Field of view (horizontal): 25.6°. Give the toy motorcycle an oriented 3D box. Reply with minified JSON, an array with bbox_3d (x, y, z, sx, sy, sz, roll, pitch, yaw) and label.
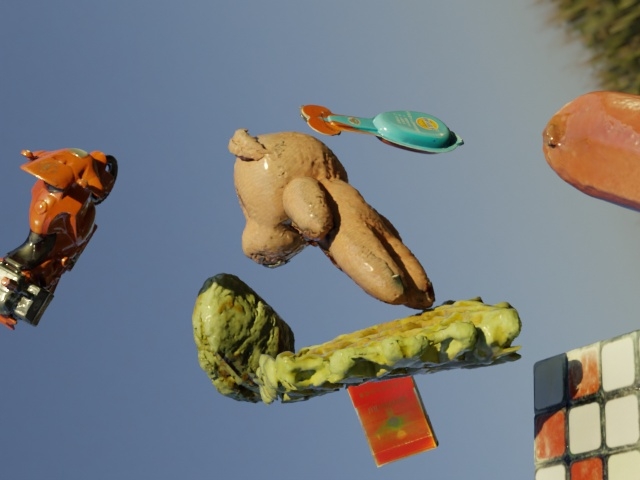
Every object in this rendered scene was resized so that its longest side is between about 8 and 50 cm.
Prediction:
[{"bbox_3d":[-0.434,-0.017,2.227,0.148,0.325,0.221,27,171,21],"label":"toy motorcycle"}]

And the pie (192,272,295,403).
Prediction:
[{"bbox_3d":[-0.132,0.179,2.492,0.248,0.090,0.201,44,-125,-36],"label":"pie"}]

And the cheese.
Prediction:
[{"bbox_3d":[0.093,-0.165,2.075,0.106,0.256,0.037,-112,33,-53],"label":"cheese"}]

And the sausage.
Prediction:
[{"bbox_3d":[0.400,-0.104,1.715,0.254,0.148,0.148,29,176,32],"label":"sausage"}]

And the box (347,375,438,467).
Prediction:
[{"bbox_3d":[0.117,0.280,2.359,0.048,0.112,0.175,-67,-42,-80],"label":"box"}]

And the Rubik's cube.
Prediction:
[{"bbox_3d":[0.402,0.244,1.525,0.259,0.256,0.253,11,-111,-28],"label":"Rubik's cube"}]

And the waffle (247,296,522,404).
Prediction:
[{"bbox_3d":[0.070,0.123,1.519,0.317,0.297,0.073,157,99,-82],"label":"waffle"}]

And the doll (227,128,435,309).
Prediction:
[{"bbox_3d":[0.000,0.000,1.638,0.201,0.156,0.303,27,-161,-52],"label":"doll"}]
